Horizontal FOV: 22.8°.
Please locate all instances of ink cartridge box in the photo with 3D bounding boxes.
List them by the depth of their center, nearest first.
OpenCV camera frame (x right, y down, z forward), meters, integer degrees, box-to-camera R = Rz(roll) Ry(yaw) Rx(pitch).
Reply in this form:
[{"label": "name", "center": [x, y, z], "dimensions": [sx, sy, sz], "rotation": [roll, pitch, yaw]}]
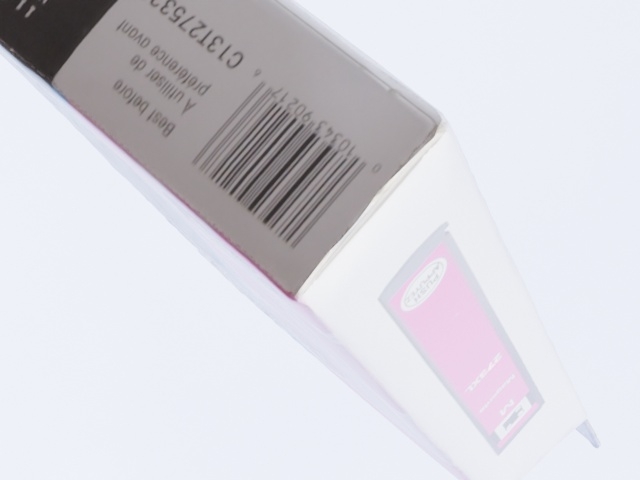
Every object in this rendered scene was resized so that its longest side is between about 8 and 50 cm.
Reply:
[{"label": "ink cartridge box", "center": [0.000, 0.000, 0.570], "dimensions": [0.176, 0.371, 0.069], "rotation": [40, -93, 24]}]
